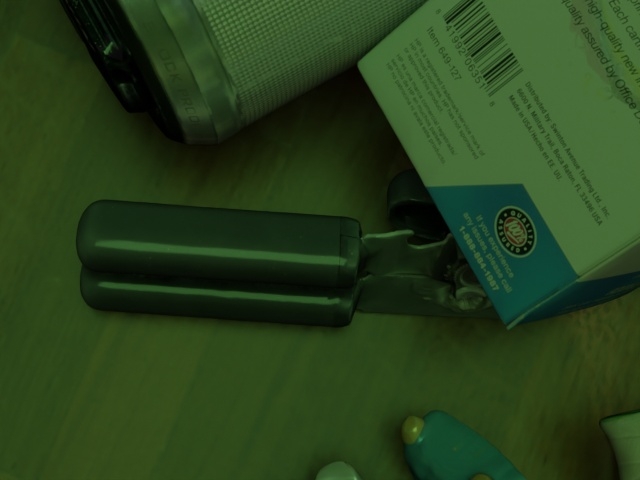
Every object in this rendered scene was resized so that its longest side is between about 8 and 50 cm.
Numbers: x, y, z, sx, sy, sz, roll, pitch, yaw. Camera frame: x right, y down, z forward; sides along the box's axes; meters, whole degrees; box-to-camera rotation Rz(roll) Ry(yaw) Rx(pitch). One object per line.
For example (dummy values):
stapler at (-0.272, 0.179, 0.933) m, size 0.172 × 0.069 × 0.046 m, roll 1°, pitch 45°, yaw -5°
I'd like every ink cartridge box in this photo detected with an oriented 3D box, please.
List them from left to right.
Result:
ink cartridge box at (0.180, -0.090, 0.688) m, size 0.233 × 0.168 × 0.171 m, roll -37°, pitch 72°, yaw 33°

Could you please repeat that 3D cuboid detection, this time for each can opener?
can opener at (0.000, 0.000, 0.790) m, size 0.283 × 0.076 × 0.095 m, roll 4°, pitch 50°, yaw -2°

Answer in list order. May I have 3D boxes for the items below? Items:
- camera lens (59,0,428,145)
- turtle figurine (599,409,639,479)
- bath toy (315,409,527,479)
camera lens at (-0.023, -0.199, 0.729) m, size 0.274 × 0.219 × 0.219 m, roll -30°, pitch 85°, yaw -7°
turtle figurine at (0.260, 0.210, 0.706) m, size 0.198 × 0.275 × 0.266 m, roll -4°, pitch 76°, yaw -38°
bath toy at (-0.024, 0.249, 0.722) m, size 0.348 × 0.129 × 0.151 m, roll -32°, pitch 41°, yaw -9°
